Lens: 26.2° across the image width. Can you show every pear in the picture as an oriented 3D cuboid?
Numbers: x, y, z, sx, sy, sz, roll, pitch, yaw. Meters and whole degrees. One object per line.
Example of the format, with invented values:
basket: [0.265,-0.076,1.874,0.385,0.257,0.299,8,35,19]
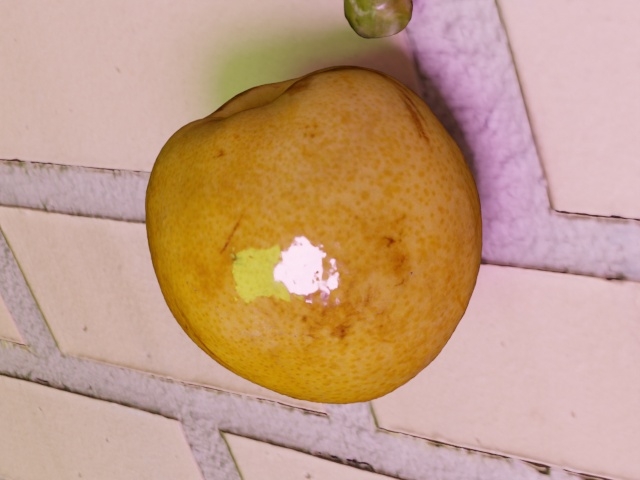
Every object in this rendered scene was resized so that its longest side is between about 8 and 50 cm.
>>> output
pear: [0.000,0.000,0.838,0.209,0.209,0.209,26,137,27]

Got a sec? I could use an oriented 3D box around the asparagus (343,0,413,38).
asparagus: [0.031,-0.199,0.762,0.041,0.045,0.178,0,129,5]
